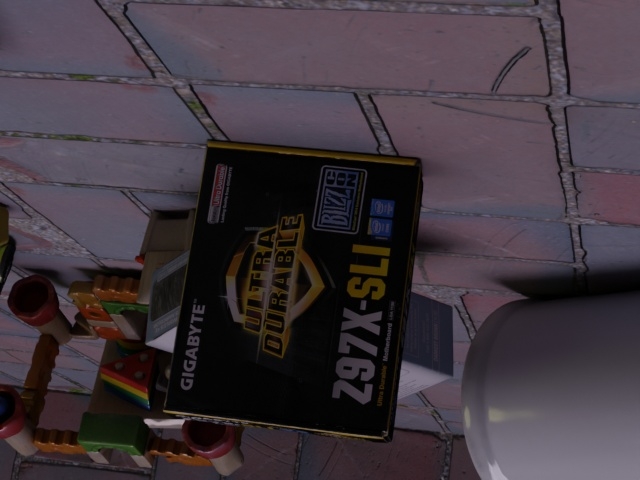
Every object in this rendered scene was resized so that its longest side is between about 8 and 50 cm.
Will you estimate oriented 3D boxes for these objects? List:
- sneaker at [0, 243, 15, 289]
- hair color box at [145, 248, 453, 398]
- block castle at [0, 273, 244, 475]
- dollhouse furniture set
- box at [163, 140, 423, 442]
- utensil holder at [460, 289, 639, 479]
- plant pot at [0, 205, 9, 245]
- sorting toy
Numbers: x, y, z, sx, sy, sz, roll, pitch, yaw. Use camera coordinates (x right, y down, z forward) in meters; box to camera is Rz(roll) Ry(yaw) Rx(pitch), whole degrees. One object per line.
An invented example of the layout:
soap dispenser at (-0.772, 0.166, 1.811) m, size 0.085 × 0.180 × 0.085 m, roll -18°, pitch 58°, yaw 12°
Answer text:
sneaker at (-0.585, 0.050, 2.342) m, size 0.121 × 0.111 × 0.300 m, roll 22°, pitch 157°, yaw -10°
hair color box at (-0.023, 0.112, 1.864) m, size 0.374 × 0.114 × 0.185 m, roll 20°, pitch 148°, yaw -32°
block castle at (-0.332, 0.216, 2.375) m, size 0.453 × 0.303 × 0.213 m, roll 3°, pitch 151°, yaw 14°
dollhouse furniture set at (-0.154, 0.058, 2.032) m, size 0.262 × 0.135 × 0.259 m, roll -1°, pitch 162°, yaw 32°
box at (-0.026, 0.058, 1.605) m, size 0.257 × 0.322 × 0.079 m, roll 7°, pitch 166°, yaw 8°
utensil holder at (0.450, 0.230, 1.992) m, size 0.327 × 0.328 × 0.385 m, roll 21°, pitch 159°, yaw -41°
plant pot at (-0.502, -0.020, 2.053) m, size 0.083 × 0.081 × 0.081 m, roll 2°, pitch 169°, yaw -28°
sorting toy at (-0.286, 0.224, 2.580) m, size 0.255 × 0.257 × 0.089 m, roll 0°, pitch 127°, yaw 3°
